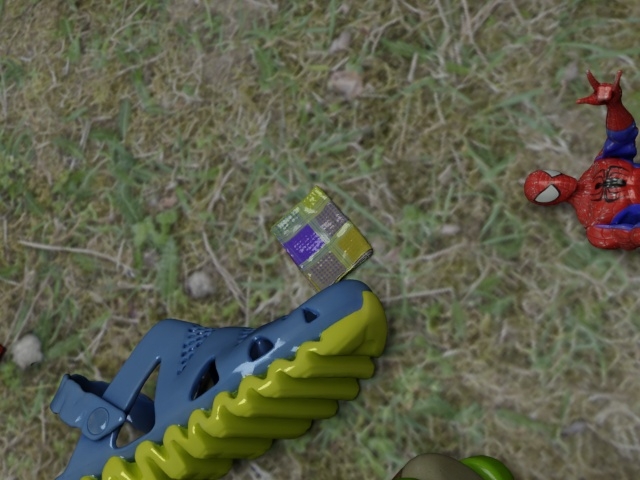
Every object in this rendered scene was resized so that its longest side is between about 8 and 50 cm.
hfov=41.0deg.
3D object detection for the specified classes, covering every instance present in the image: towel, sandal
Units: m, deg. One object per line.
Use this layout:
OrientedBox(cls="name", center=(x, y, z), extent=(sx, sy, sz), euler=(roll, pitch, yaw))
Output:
OrientedBox(cls="towel", center=(0.000, 0.000, 0.713), extent=(0.060, 0.009, 0.083), euler=(-41, 64, 7))
OrientedBox(cls="sandal", center=(-0.097, 0.113, 0.659), extent=(0.317, 0.126, 0.138), euler=(-32, 61, 9))

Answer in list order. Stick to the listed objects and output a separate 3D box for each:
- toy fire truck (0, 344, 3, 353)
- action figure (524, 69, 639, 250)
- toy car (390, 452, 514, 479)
OrientedBox(cls="toy fire truck", center=(-0.367, 0.132, 0.799), extent=(0.192, 0.047, 0.135), euler=(27, 87, 27))
OrientedBox(cls="action figure", center=(0.267, -0.040, 0.552), extent=(0.280, 0.139, 0.091), euler=(3, 74, 25))
OrientedBox(cls="toy car", center=(0.062, 0.247, 0.546), extent=(0.149, 0.155, 0.188), euler=(46, 106, 26))
